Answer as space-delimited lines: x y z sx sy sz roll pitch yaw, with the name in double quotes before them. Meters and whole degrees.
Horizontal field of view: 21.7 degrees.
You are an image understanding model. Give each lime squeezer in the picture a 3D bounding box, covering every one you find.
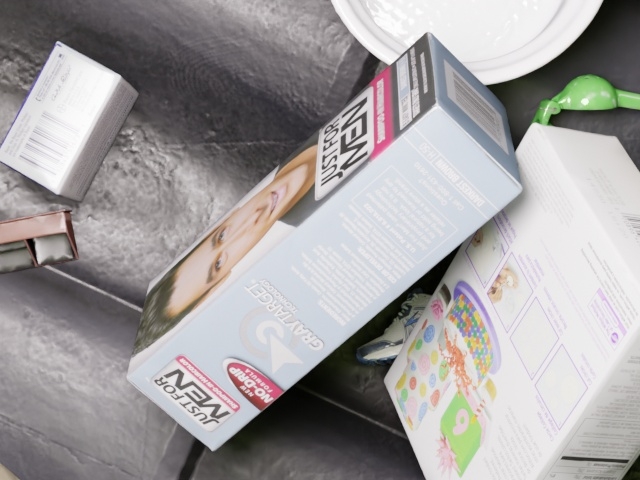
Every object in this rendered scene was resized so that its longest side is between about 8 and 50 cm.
"lime squeezer" 0.244 -0.094 1.640 0.310 0.059 0.110 -33 119 -2

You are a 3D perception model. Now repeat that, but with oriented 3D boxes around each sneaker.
"sneaker" 0.093 0.080 1.633 0.135 0.052 0.058 -23 78 -8

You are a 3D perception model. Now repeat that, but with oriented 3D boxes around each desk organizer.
"desk organizer" -0.306 0.006 1.632 0.130 0.047 0.050 -11 91 0

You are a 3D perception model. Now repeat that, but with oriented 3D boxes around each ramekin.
"ramekin" 0.135 -0.278 1.595 0.277 0.135 0.277 0 89 0

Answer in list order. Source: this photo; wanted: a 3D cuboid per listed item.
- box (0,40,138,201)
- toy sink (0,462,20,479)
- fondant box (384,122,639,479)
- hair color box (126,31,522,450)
"box" -0.239 -0.110 1.589 0.072 0.137 0.126 28 89 2
"toy sink" -0.339 0.292 1.582 0.234 0.131 0.153 41 89 -4
"fondant box" 0.194 0.099 1.461 0.096 0.238 0.330 7 129 -29
"hair color box" 0.000 0.000 1.496 0.113 0.185 0.374 42 110 -17
